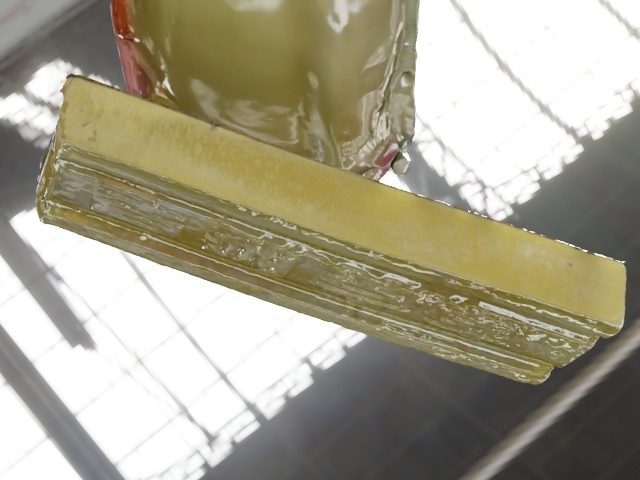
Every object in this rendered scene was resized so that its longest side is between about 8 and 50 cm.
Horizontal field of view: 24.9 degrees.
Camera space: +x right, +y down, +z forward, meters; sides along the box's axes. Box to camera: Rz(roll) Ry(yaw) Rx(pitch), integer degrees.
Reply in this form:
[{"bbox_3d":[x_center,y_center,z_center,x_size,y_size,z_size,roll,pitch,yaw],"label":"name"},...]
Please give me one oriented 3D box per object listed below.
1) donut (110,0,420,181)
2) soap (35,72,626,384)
[{"bbox_3d":[-0.036,-0.208,0.721,0.150,0.371,0.307,-5,167,-3],"label":"donut"},{"bbox_3d":[0.000,0.001,0.630,0.092,0.252,0.037,125,-19,-62],"label":"soap"}]
